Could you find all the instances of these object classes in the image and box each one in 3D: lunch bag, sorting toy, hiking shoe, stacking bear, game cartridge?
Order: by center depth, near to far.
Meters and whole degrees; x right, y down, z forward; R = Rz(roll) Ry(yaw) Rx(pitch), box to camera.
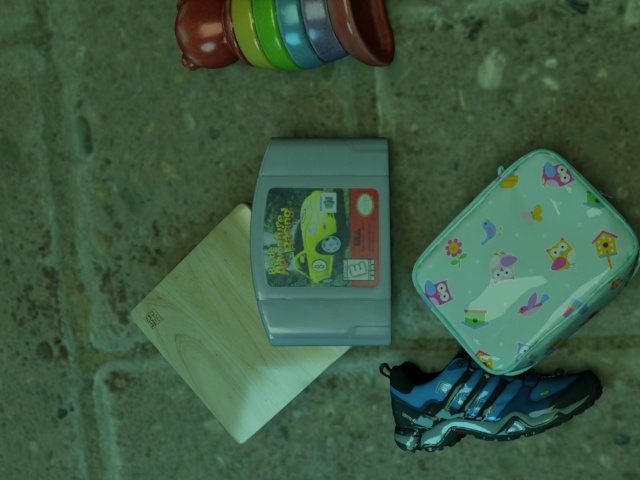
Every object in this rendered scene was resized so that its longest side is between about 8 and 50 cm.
[{"bbox_3d":[0.274,0.024,1.645,0.279,0.108,0.224,-44,68,9],"label":"lunch bag"},{"bbox_3d":[0.232,0.207,1.706,0.304,0.113,0.132,-14,91,18],"label":"hiking shoe"},{"bbox_3d":[-0.066,-0.306,1.707,0.289,0.164,0.175,-6,96,24],"label":"stacking bear"},{"bbox_3d":[0.000,0.000,1.713,0.196,0.060,0.294,-1,80,1],"label":"game cartridge"},{"bbox_3d":[-0.100,0.116,1.813,0.255,0.089,0.257,-43,84,19],"label":"sorting toy"}]
